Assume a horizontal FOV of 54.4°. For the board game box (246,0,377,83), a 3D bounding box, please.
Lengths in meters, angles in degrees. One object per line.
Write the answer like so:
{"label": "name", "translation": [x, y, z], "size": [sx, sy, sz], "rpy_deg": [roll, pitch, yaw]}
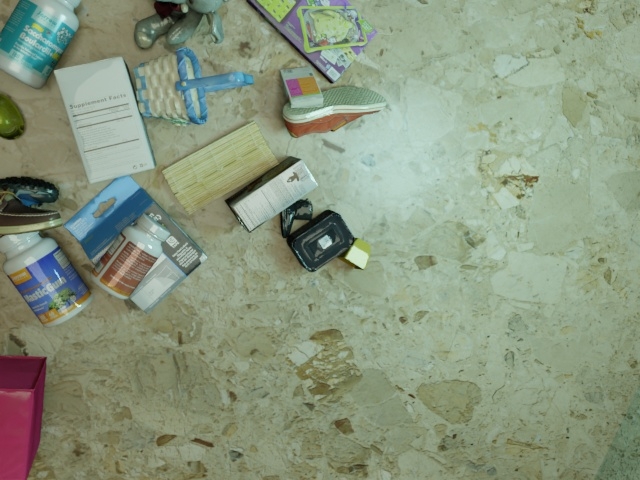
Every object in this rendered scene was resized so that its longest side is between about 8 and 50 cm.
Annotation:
{"label": "board game box", "translation": [-0.021, -0.655, 1.825], "size": [0.347, 0.056, 0.208], "rpy_deg": [41, 91, -19]}

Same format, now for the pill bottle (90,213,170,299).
{"label": "pill bottle", "translation": [-0.502, 0.040, 1.662], "size": [0.121, 0.121, 0.216], "rpy_deg": [38, 89, -19]}

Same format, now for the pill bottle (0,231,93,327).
{"label": "pill bottle", "translation": [-0.758, 0.088, 1.695], "size": [0.152, 0.152, 0.272], "rpy_deg": [-32, 107, -8]}

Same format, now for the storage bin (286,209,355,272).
{"label": "storage bin", "translation": [0.000, 0.000, 1.929], "size": [0.180, 0.084, 0.122], "rpy_deg": [-34, 107, -7]}

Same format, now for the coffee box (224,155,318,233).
{"label": "coffee box", "translation": [-0.147, -0.138, 1.833], "size": [0.246, 0.141, 0.098], "rpy_deg": [-35, 108, -6]}

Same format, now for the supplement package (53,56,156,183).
{"label": "supplement package", "translation": [-0.564, -0.317, 1.659], "size": [0.175, 0.177, 0.293], "rpy_deg": [-15, 102, -10]}

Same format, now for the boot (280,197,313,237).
{"label": "boot", "translation": [-0.073, -0.069, 1.917], "size": [0.099, 0.045, 0.121], "rpy_deg": [-4, 96, -14]}

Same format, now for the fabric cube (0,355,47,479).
{"label": "fabric cube", "translation": [-0.894, 0.470, 1.672], "size": [0.259, 0.254, 0.258], "rpy_deg": [6, 99, -16]}

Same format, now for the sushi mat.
{"label": "sushi mat", "translation": [-0.293, -0.215, 1.834], "size": [0.316, 0.019, 0.151], "rpy_deg": [-30, 107, -6]}

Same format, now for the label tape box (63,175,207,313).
{"label": "label tape box", "translation": [-0.525, 0.006, 1.770], "size": [0.240, 0.106, 0.334], "rpy_deg": [-43, 108, -5]}

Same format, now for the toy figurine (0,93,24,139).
{"label": "toy figurine", "translation": [-0.906, -0.398, 1.531], "size": [0.191, 0.217, 0.363], "rpy_deg": [-26, 105, -10]}

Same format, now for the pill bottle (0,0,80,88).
{"label": "pill bottle", "translation": [-0.721, -0.534, 1.595], "size": [0.146, 0.146, 0.264], "rpy_deg": [30, 91, -19]}

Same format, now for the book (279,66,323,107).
{"label": "book", "translation": [-0.056, -0.447, 1.812], "size": [0.096, 0.144, 0.035], "rpy_deg": [-8, 147, -13]}

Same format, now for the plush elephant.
{"label": "plush elephant", "translation": [-0.353, -0.645, 1.611], "size": [0.329, 0.255, 0.272], "rpy_deg": [-13, 113, -17]}

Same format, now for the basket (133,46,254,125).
{"label": "basket", "translation": [-0.333, -0.415, 1.679], "size": [0.288, 0.255, 0.201], "rpy_deg": [-12, 100, 5]}

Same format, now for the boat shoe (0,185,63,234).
{"label": "boat shoe", "translation": [-0.817, -0.083, 1.552], "size": [0.341, 0.123, 0.123], "rpy_deg": [3, 99, 6]}

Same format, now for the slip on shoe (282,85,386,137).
{"label": "slip on shoe", "translation": [0.043, -0.384, 1.870], "size": [0.331, 0.123, 0.101], "rpy_deg": [-17, 139, -18]}

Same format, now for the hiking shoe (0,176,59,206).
{"label": "hiking shoe", "translation": [-0.853, -0.097, 1.668], "size": [0.304, 0.113, 0.132], "rpy_deg": [-3, 108, -5]}

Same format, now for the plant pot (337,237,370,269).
{"label": "plant pot", "translation": [0.112, 0.038, 1.972], "size": [0.081, 0.081, 0.083], "rpy_deg": [32, 80, -18]}
